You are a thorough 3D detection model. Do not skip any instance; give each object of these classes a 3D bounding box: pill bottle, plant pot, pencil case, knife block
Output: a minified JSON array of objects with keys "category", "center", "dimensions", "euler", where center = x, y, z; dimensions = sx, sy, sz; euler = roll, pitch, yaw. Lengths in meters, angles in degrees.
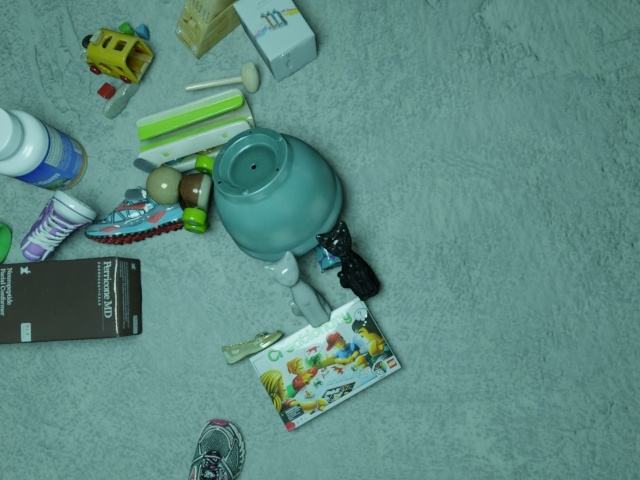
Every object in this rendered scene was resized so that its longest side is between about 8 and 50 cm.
[{"category":"pill bottle","center":[-0.685,-0.213,1.172],"dimensions":[0.152,0.272,0.152],"euler":[0,84,4]},{"category":"plant pot","center":[-0.117,-0.125,1.112],"dimensions":[0.293,0.196,0.293],"euler":[-9,61,16]},{"category":"pencil case","center":[0.000,0.000,1.213],"dimensions":[0.064,0.070,0.151],"euler":[-19,80,-42]},{"category":"knife block","center":[-0.223,-0.615,1.289],"dimensions":[0.088,0.242,0.275],"euler":[49,134,8]}]

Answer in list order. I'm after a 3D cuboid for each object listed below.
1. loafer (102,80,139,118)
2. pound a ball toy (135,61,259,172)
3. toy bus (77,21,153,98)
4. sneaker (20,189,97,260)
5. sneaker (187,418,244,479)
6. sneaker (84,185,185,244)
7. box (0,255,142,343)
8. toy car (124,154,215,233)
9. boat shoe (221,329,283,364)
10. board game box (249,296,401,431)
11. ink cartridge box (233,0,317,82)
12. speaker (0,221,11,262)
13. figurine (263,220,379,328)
[{"category":"loafer","center":[-0.522,-0.371,1.297],"dimensions":[0.039,0.045,0.125],"euler":[33,80,23]},{"category":"pound a ball toy","center":[-0.281,-0.287,1.243],"dimensions":[0.319,0.135,0.208],"euler":[-17,58,2]},{"category":"toy bus","center":[-0.528,-0.474,1.252],"dimensions":[0.202,0.104,0.191],"euler":[-25,70,1]},{"category":"sneaker","center":[-0.610,-0.020,1.154],"dimensions":[0.102,0.282,0.161],"euler":[37,67,-26]},{"category":"sneaker","center":[-0.251,0.566,1.150],"dimensions":[0.121,0.112,0.299],"euler":[8,84,4]},{"category":"sneaker","center":[-0.451,-0.067,1.240],"dimensions":[0.262,0.104,0.125],"euler":[-14,78,-7]},{"category":"box","center":[-0.639,0.147,1.203],"dimensions":[0.382,0.143,0.191],"euler":[-4,84,1]},{"category":"toy car","center":[-0.342,-0.118,1.147],"dimensions":[0.188,0.149,0.155],"euler":[12,75,-9]},{"category":"boat shoe","center":[-0.164,0.247,1.206],"dimensions":[0.153,0.056,0.048],"euler":[-27,84,9]},{"category":"board game box","center":[0.011,0.288,1.189],"dimensions":[0.305,0.053,0.193],"euler":[-30,83,0]},{"category":"ink cartridge box","center":[-0.107,-0.514,1.238],"dimensions":[0.127,0.128,0.176],"euler":[-31,84,0]},{"category":"speaker","center":[-0.937,-0.020,1.226],"dimensions":[0.297,0.131,0.131],"euler":[13,85,-4]},{"category":"figurine","center":[0.001,0.075,1.123],"dimensions":[0.215,0.209,0.092],"euler":[-30,40,1]}]
